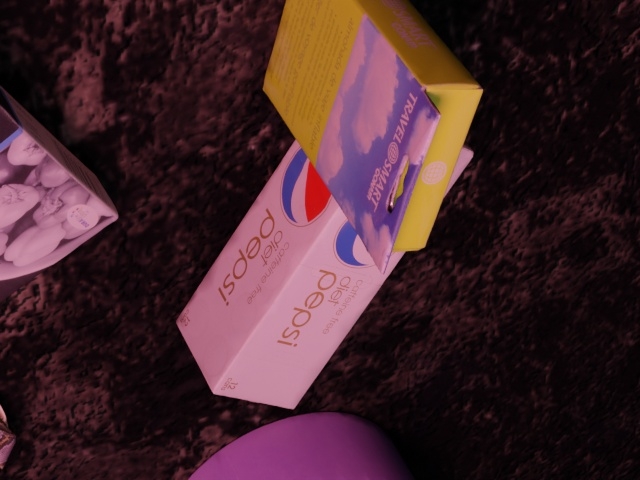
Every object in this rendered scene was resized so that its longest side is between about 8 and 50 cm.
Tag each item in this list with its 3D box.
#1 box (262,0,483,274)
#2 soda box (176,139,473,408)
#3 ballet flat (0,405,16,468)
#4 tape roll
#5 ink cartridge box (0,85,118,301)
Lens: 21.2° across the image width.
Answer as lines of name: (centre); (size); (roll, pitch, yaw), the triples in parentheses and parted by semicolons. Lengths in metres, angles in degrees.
box: (0.027, -0.077, 0.936); (0.042, 0.178, 0.109); (-3, 129, -27)
soda box: (0.000, 0.000, 1.064); (0.069, 0.074, 0.216); (15, 119, -37)
ballet flat: (-0.225, 0.101, 1.062); (0.041, 0.041, 0.114); (-35, 136, 3)
tape roll: (-0.013, 0.220, 1.248); (0.189, 0.080, 0.189); (-15, 134, -16)
ink cartridge box: (-0.237, -0.002, 0.913); (0.208, 0.045, 0.206); (-35, 154, 2)
